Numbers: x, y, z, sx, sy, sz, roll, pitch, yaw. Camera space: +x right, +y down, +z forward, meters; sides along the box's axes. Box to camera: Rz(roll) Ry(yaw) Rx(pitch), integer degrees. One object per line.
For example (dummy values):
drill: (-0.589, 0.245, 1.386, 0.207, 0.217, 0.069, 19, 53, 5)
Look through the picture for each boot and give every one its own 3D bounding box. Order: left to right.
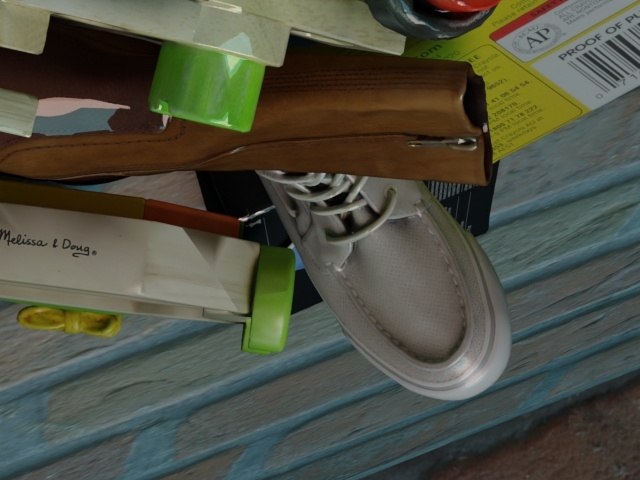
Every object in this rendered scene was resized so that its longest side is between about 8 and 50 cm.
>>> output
boot: (-0.072, -0.062, 0.883, 0.280, 0.096, 0.264, 5, 167, 16)
boot: (0.002, -0.027, 1.067, 0.095, 0.258, 0.123, -40, 158, 11)

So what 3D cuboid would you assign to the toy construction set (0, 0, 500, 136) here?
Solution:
toy construction set: (-0.043, -0.155, 0.506, 0.215, 0.151, 0.327, 11, 107, -38)

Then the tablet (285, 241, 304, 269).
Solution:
tablet: (0.000, 0.000, 1.234, 0.054, 0.006, 0.083, -14, 162, -33)

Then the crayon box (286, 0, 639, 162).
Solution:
crayon box: (0.061, -0.152, 0.968, 0.202, 0.081, 0.318, -28, 150, 25)

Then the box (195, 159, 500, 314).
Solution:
box: (0.015, -0.048, 1.294, 0.184, 0.103, 0.261, -25, 165, -6)

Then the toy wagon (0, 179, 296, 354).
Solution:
toy wagon: (-0.153, 0.016, 1.122, 0.267, 0.068, 0.344, 8, 176, -3)
